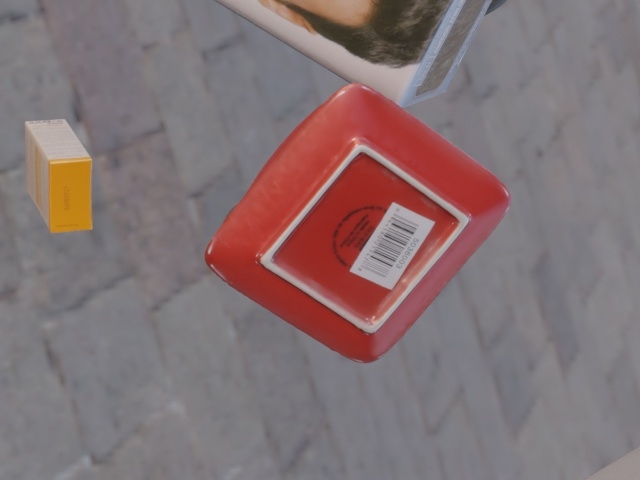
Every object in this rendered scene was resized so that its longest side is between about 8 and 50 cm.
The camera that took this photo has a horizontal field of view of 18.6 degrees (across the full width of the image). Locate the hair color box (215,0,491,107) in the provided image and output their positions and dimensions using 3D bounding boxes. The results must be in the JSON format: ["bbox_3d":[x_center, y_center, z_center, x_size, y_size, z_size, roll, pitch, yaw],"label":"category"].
[{"bbox_3d":[-0.041,-0.270,1.398,0.374,0.185,0.113,32,21,13],"label":"hair color box"}]

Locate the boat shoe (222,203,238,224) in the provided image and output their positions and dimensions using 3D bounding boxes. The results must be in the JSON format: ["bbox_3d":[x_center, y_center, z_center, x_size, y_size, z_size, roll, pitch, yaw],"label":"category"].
[{"bbox_3d":[0.000,0.000,1.852,0.096,0.117,0.324,33,12,14],"label":"boat shoe"}]

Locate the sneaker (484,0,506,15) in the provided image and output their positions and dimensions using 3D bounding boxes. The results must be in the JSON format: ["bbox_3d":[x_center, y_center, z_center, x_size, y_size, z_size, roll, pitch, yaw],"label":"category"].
[{"bbox_3d":[0.060,-0.290,2.002,0.145,0.270,0.090,70,21,-48],"label":"sneaker"}]

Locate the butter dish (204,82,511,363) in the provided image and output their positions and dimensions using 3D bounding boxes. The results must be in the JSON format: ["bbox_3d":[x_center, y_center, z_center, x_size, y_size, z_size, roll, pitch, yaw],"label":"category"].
[{"bbox_3d":[0.015,-0.026,1.304,0.160,0.160,0.118,34,12,-28],"label":"butter dish"}]

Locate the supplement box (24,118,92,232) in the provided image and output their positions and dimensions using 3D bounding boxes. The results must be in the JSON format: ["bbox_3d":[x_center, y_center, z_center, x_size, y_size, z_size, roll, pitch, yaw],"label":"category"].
[{"bbox_3d":[-0.211,-0.053,1.577,0.098,0.036,0.062,-130,-141,-59],"label":"supplement box"}]

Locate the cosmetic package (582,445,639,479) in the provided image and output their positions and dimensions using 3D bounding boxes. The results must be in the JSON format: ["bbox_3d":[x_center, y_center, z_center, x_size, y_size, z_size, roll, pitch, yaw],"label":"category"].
[{"bbox_3d":[0.216,0.184,1.140,0.127,0.238,0.107,20,-50,59],"label":"cosmetic package"}]
